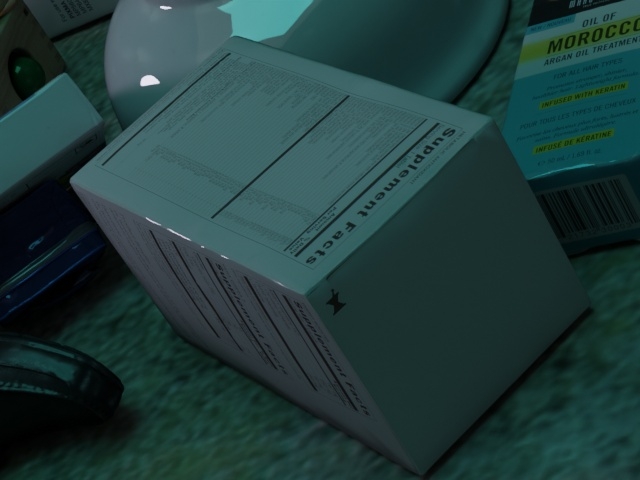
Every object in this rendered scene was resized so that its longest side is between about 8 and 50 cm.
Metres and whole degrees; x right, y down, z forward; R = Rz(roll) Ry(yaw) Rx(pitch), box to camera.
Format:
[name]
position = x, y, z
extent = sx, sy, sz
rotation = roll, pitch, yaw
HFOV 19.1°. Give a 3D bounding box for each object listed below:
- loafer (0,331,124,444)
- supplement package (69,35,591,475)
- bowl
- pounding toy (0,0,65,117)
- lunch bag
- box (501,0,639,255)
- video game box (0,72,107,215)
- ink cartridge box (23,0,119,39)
[loafer]
position = -0.212, 0.102, 1.126
extent = 0.223, 0.076, 0.078
rotation = -5, 56, 33
[supplement package]
position = 0.000, 0.000, 1.020
extent = 0.139, 0.134, 0.244
rotation = -43, 34, -16
[bowl]
position = -0.034, -0.163, 1.263
extent = 0.297, 0.134, 0.298
rotation = -21, 34, 15
[pounding toy]
position = -0.262, -0.134, 1.439
extent = 0.141, 0.100, 0.130
rotation = -15, 37, 25
[lunch bag]
position = -0.180, 0.010, 1.214
extent = 0.098, 0.065, 0.067
rotation = -36, 0, -5
[box]
position = 0.169, -0.099, 1.078
extent = 0.100, 0.060, 0.244
rotation = -12, 38, 27
[video game box]
position = -0.231, -0.022, 1.238
extent = 0.205, 0.048, 0.187
rotation = -36, -3, -7
[ink cartridge box]
position = -0.132, -0.296, 1.531
extent = 0.272, 0.114, 0.197
rotation = -21, 35, 18
